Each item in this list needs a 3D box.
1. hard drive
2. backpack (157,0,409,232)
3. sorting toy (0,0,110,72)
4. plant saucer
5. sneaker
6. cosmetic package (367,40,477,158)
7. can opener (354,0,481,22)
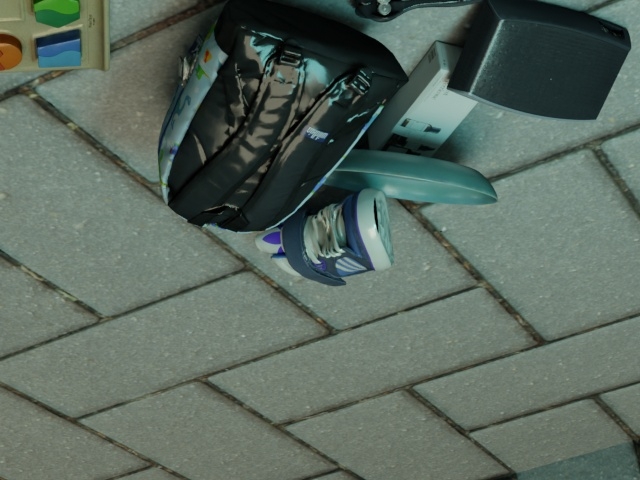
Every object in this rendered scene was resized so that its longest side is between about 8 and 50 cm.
[{"bbox_3d":[0.329,-0.259,2.030,0.254,0.054,0.172,9,120,-25],"label":"hard drive"},{"bbox_3d":[-0.093,-0.171,1.991,0.290,0.273,0.356,12,117,-27],"label":"backpack"},{"bbox_3d":[-0.401,-0.322,1.866,0.229,0.041,0.307,-1,148,-9],"label":"sorting toy"},{"bbox_3d":[0.129,-0.103,2.203,0.317,0.044,0.317,7,176,1],"label":"plant saucer"},{"bbox_3d":[0.000,0.000,2.325,0.236,0.130,0.323,-5,170,6],"label":"sneaker"},{"bbox_3d":[0.169,-0.206,2.140,0.098,0.060,0.239,8,146,-23],"label":"cosmetic package"},{"bbox_3d":[0.138,-0.346,1.924,0.186,0.073,0.059,-11,110,2],"label":"can opener"}]
